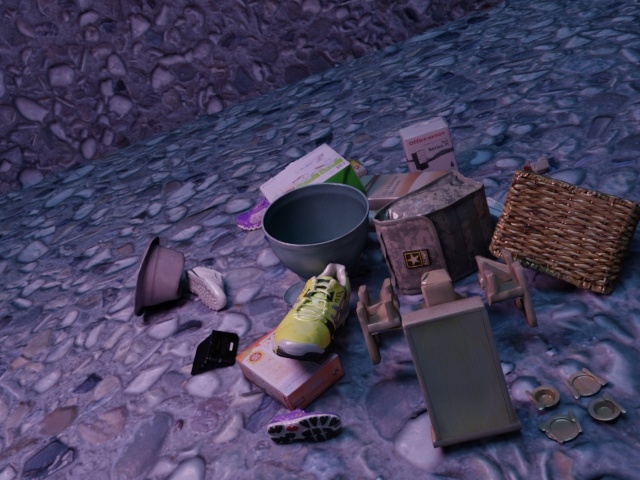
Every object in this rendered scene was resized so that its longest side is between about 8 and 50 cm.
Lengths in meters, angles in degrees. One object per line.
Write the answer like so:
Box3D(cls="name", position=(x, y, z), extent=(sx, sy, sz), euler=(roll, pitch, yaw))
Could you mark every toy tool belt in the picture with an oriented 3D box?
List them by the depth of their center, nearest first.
Box3D(cls="toy tool belt", position=(0.659, -0.226, 1.996), extent=(0.083, 0.052, 0.051), euler=(-16, -2, 2))

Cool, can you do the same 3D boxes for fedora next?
Box3D(cls="fedora", position=(-0.488, 0.115, 2.016), extent=(0.125, 0.243, 0.275), euler=(8, 20, -8))

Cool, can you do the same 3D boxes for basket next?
Box3D(cls="basket", position=(0.592, -0.028, 1.569), extent=(0.299, 0.222, 0.213), euler=(19, 12, 24))

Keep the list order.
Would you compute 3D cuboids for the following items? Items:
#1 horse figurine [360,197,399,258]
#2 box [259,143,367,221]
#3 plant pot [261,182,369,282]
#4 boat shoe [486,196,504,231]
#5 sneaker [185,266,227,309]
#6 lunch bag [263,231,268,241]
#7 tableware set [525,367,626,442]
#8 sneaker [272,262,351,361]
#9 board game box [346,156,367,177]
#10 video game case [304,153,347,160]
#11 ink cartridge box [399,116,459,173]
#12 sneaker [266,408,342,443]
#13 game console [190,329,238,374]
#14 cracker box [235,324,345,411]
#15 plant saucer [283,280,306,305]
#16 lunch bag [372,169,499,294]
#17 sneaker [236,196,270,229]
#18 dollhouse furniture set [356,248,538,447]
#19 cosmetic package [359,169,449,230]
Box3D(cls="horse figurine", position=(0.148, -0.035, 1.892), extent=(0.264, 0.066, 0.174), euler=(-7, 70, 38))
Box3D(cls="box", position=(-0.030, -0.157, 2.000), extent=(0.262, 0.126, 0.231), euler=(-35, 30, -3))
Box3D(cls="plant pot", position=(0.000, 0.000, 1.795), extent=(0.293, 0.196, 0.293), euler=(-7, 36, 5))
Box3D(cls="boat shoe", position=(0.499, -0.066, 1.773), extent=(0.084, 0.095, 0.258), euler=(-29, 31, -7))
Box3D(cls="sneaker", position=(-0.332, 0.135, 1.981), extent=(0.095, 0.090, 0.235), euler=(-14, 29, -29))
Box3D(cls="lunch bag", position=(-0.106, -0.043, 2.116), extent=(0.151, 0.096, 0.128), euler=(-29, 29, 5))
Box3D(cls="tableware set", position=(0.481, 0.310, 1.233), extent=(0.169, 0.020, 0.141), euler=(-21, 29, -2))
Box3D(cls="sneaker", position=(-0.019, 0.165, 1.545), extent=(0.145, 0.147, 0.384), euler=(8, 18, 10))
Box3D(cls="board game box", position=(0.094, -0.260, 2.420), extent=(0.104, 0.026, 0.154), euler=(-27, 30, -11))
Box3D(cls="video game case", position=(-0.043, -0.240, 2.425), extent=(0.210, 0.041, 0.232), euler=(10, 49, 46))
Box3D(cls="ink cartridge box", position=(0.354, -0.274, 2.095), extent=(0.153, 0.208, 0.086), euler=(-18, 30, 5))
Box3D(cls="sneaker", position=(-0.034, 0.385, 1.389), extent=(0.170, 0.068, 0.071), euler=(-9, 26, 20))
Box3D(cls="game console", position=(-0.282, 0.304, 1.733), extent=(0.108, 0.071, 0.122), euler=(10, 31, -7))
Box3D(cls="cracker box", position=(-0.076, 0.300, 1.551), extent=(0.156, 0.067, 0.232), euler=(-34, 31, -25))
Box3D(cls="plant saucer", position=(-0.045, 0.152, 1.826), extent=(0.120, 0.021, 0.119), euler=(-15, 29, 9))
Box3D(cls="lunch bag", position=(0.289, -0.010, 1.666), extent=(0.287, 0.235, 0.169), euler=(-27, 30, -11))
Box3D(cls="sneaker", position=(-0.192, -0.109, 2.271), extent=(0.237, 0.104, 0.095), euler=(-12, 32, 17))
Box3D(cls="dollhouse furniture set", position=(0.282, 0.217, 1.386), extent=(0.363, 0.256, 0.394), euler=(-15, 9, 9))
Box3D(cls="cosmetic package", position=(0.250, -0.120, 1.984), extent=(0.296, 0.129, 0.153), euler=(-2, 37, 31))
